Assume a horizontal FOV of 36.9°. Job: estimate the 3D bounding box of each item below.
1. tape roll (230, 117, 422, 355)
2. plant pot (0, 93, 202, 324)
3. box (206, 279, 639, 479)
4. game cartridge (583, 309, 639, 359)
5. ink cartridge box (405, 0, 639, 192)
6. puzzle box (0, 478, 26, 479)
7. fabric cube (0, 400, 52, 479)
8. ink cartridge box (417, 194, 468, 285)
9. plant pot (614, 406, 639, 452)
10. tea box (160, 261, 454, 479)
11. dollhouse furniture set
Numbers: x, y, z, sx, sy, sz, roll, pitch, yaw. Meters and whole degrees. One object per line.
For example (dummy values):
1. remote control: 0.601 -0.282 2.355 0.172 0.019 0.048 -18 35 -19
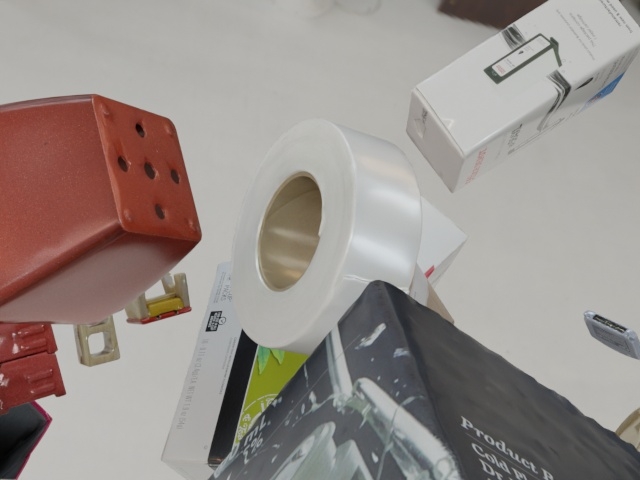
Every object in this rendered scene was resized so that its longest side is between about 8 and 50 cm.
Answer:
1. tape roll: 0.000 0.000 1.170 0.100 0.286 0.286 15 46 -32
2. plant pot: -0.313 -0.051 1.259 0.267 0.235 0.267 11 61 -64
3. box: 0.026 0.355 0.466 0.297 0.480 0.472 35 13 -16
4. game cartridge: 0.391 0.127 1.275 0.017 0.056 0.083 -42 39 -16
5. ink cartridge box: 0.191 -0.145 0.927 0.203 0.148 0.086 -33 79 -3
6. puzzle box: -0.517 0.446 1.306 0.408 0.272 0.052 -5 20 28
7. fabric cube: -0.668 0.354 1.635 0.254 0.258 0.259 48 15 -13
8. ink cartridge box: 0.122 0.088 1.794 0.131 0.306 0.226 43 59 12
9. plant pot: 0.410 0.289 1.062 0.190 0.284 0.284 32 46 7
10. tea box: -0.004 0.210 1.377 0.323 0.220 0.329 -5 54 25
11. dollhouse furniture set: -0.425 0.164 1.649 0.374 0.201 0.152 -13 98 -37
